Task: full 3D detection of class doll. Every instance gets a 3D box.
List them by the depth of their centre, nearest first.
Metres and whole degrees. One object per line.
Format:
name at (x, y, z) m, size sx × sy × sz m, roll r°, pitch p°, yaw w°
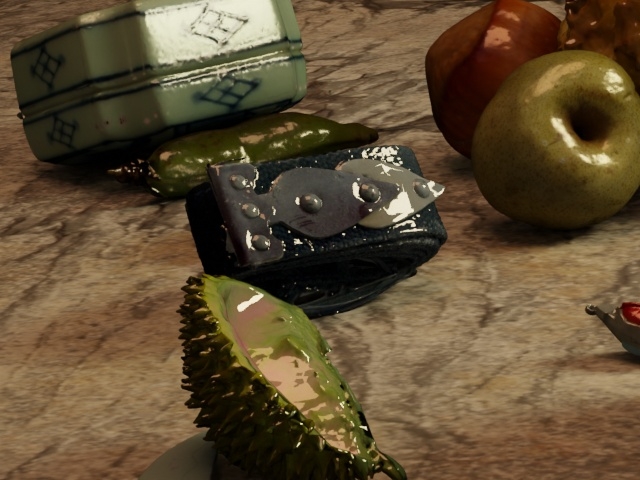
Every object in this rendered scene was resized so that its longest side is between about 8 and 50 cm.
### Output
doll at (0.249, 0.068, 1.418) m, size 0.114 × 0.039 × 0.057 m, roll 16°, pitch 55°, yaw 21°

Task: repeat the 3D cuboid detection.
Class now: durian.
durian at (-0.039, 0.105, 1.246) m, size 0.137 × 0.095 × 0.220 m, roll 20°, pitch 14°, yaw -35°

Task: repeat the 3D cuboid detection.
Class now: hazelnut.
hazelnut at (0.193, -0.154, 2.012) m, size 0.182 × 0.182 × 0.182 m, roll -5°, pitch 16°, yaw 1°

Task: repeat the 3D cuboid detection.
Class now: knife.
knife at (-0.089, 0.163, 1.218) m, size 0.063 × 0.035 × 0.260 m, roll -12°, pitch 10°, yaw -2°

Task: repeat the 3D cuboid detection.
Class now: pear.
pear at (0.221, -0.091, 1.761) m, size 0.167 × 0.167 × 0.136 m, roll -8°, pitch -9°, yaw -11°

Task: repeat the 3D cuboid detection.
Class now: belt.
belt at (0.000, -0.001, 1.604) m, size 0.218 × 0.128 × 0.122 m, roll -11°, pitch -21°, yaw -27°

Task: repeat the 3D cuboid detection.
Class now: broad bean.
broad bean at (-0.082, -0.095, 2.052) m, size 0.339 × 0.061 × 0.077 m, roll -16°, pitch 26°, yaw -31°

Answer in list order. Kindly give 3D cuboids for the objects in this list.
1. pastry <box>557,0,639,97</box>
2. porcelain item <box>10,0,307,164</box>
pastry at (0.444, -0.205, 1.870) m, size 0.405 × 0.292 × 0.337 m, roll 0°, pitch 19°, yaw -42°
porcelain item at (-0.179, -0.183, 2.146) m, size 0.285 × 0.157 × 0.281 m, roll -15°, pitch 4°, yaw -35°
